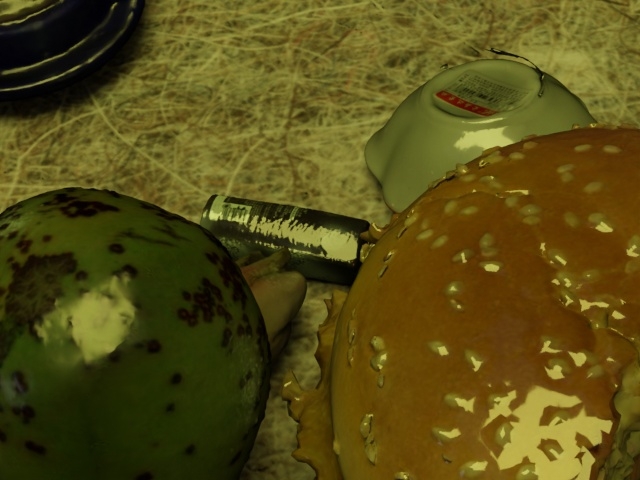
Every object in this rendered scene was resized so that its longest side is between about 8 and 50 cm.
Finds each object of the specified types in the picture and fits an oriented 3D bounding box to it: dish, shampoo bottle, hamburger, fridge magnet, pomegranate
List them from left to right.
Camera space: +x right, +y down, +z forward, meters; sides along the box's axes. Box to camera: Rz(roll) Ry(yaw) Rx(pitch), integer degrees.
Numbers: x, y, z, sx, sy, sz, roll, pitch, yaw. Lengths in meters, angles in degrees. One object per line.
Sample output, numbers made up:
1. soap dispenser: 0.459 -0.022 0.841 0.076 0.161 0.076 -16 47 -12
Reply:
1. fridge magnet: -0.309 -0.252 1.309 0.265 0.113 0.265 -3 55 5
2. pomegranate: -0.139 0.088 0.978 0.285 0.285 0.340 34 31 27
3. shampoo bottle: 0.000 0.001 1.121 0.207 0.063 0.057 9 67 12
4. dish: 0.146 -0.106 1.141 0.229 0.081 0.229 -7 38 6
5. hamburger: 0.122 0.090 0.928 0.287 0.268 0.445 14 57 20
